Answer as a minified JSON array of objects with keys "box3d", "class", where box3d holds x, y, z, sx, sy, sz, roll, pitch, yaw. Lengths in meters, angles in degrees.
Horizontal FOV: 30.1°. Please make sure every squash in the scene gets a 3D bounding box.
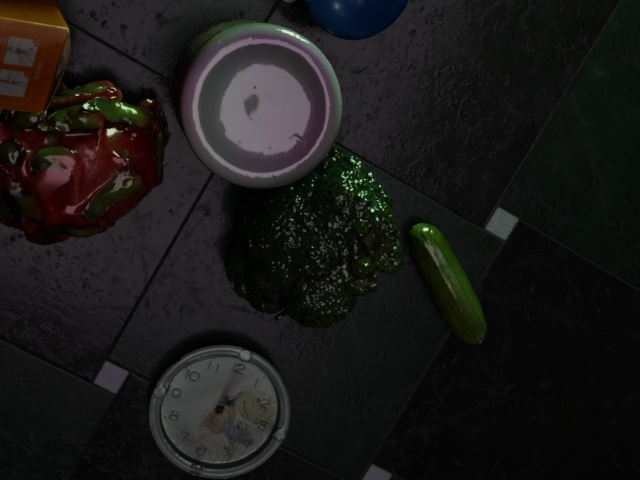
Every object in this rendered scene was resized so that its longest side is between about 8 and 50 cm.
[{"box3d":[0.216,0.075,2.006,0.069,0.069,0.239,-29,106,-3],"class":"squash"}]

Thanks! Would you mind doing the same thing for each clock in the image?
[{"box3d":[-0.169,0.282,1.990,0.236,0.053,0.236,-2,102,-8],"class":"clock"}]

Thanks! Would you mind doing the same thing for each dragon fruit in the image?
[{"box3d":[-0.365,-0.122,1.773,0.302,0.231,0.237,-23,103,-7],"class":"dragon fruit"}]

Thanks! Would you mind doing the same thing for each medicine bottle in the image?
[{"box3d":[-0.104,-0.208,1.720,0.219,0.388,0.219,-2,102,-8],"class":"medicine bottle"}]

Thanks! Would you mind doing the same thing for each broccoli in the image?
[{"box3d":[0.000,0.000,1.860,0.283,0.321,0.304,16,113,-45],"class":"broccoli"}]

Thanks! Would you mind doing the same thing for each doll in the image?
[{"box3d":[0.041,-0.399,1.775,0.215,0.257,0.161,-28,118,-6],"class":"doll"}]

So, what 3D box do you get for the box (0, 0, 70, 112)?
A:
[{"box3d":[-0.533,-0.303,1.612,0.341,0.225,0.143,3,125,-30],"class":"box"}]
